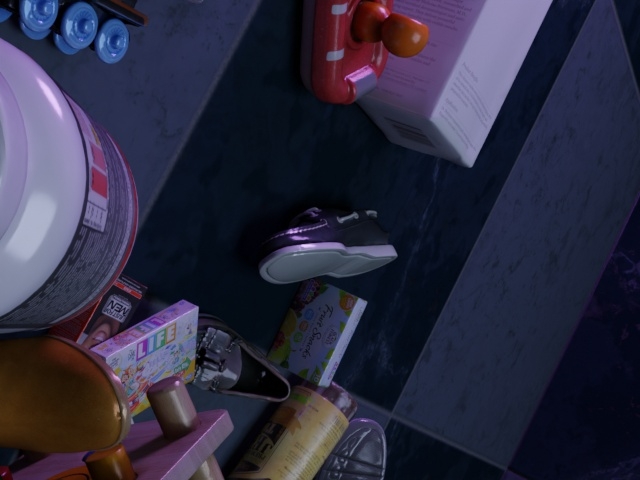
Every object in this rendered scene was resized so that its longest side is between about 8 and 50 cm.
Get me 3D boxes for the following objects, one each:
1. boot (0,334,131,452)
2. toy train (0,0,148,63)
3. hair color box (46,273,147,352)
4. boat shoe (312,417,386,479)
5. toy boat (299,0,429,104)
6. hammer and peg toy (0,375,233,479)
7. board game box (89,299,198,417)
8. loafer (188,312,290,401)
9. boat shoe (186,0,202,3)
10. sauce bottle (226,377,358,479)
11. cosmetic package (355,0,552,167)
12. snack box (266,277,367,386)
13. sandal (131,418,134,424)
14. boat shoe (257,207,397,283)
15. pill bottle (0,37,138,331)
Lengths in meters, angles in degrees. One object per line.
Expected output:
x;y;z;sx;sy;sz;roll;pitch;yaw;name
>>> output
-0.318;0.143;0.834;0.211;0.295;0.104;-19;109;-52;boot
-0.226;-0.226;0.940;0.184;0.080;0.105;15;91;-61;toy train
-0.257;0.097;1.166;0.141;0.043;0.072;-62;152;-7;hair color box
0.030;0.455;1.878;0.118;0.103;0.320;10;103;-15;boat shoe
0.068;-0.275;1.326;0.151;0.151;0.231;-35;139;-44;toy boat
-0.282;0.247;0.996;0.266;0.361;0.127;-41;114;-58;hammer and peg toy
-0.203;0.144;1.217;0.154;0.026;0.103;-29;133;-50;board game box
-0.121;0.163;1.404;0.096;0.084;0.267;-64;152;-4;loafer
-0.167;-0.336;0.939;0.102;0.108;0.301;-57;143;-13;boat shoe
-0.076;0.360;1.603;0.344;0.111;0.111;-53;149;-25;sauce bottle
0.210;-0.328;1.531;0.385;0.156;0.217;-64;152;-6;cosmetic package
-0.005;0.133;1.562;0.037;0.100;0.141;28;86;-62;snack box
-0.261;0.354;1.288;0.169;0.102;0.416;-36;139;-44;sandal
0.000;0.000;1.489;0.114;0.091;0.302;-28;165;25;boat shoe
-0.258;-0.036;0.752;0.210;0.210;0.363;-64;180;-5;pill bottle
